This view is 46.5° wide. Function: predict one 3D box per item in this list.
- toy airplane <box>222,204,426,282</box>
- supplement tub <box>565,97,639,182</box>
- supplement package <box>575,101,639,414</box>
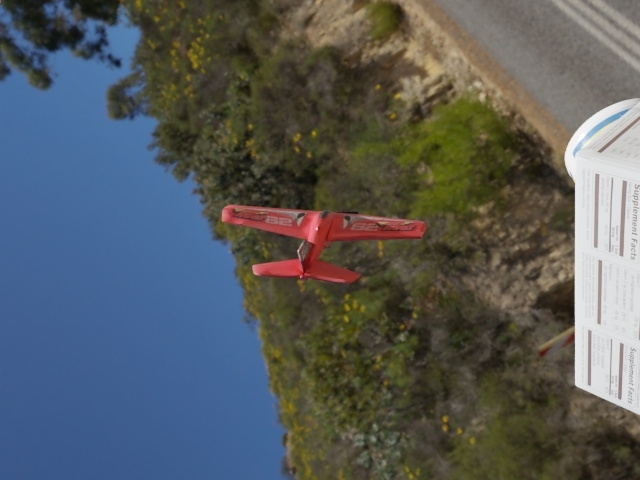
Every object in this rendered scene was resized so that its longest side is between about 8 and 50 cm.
[{"bbox_3d":[0.000,0.000,0.516,0.151,0.151,0.028,-84,-3,-75],"label":"toy airplane"},{"bbox_3d":[0.407,-0.061,0.917,0.144,0.144,0.200,46,-158,-49],"label":"supplement tub"},{"bbox_3d":[0.345,0.008,0.667,0.145,0.204,0.262,24,137,42],"label":"supplement package"}]
